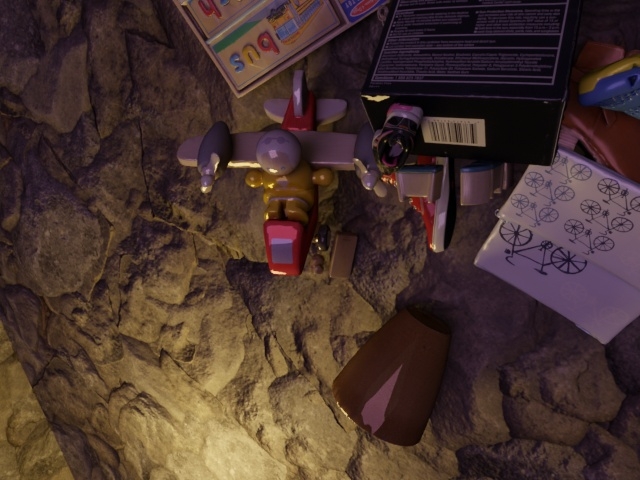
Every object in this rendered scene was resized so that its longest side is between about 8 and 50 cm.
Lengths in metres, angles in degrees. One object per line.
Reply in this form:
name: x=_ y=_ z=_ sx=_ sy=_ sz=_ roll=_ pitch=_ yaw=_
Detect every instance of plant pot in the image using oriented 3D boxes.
plant pot: x=0.189 y=0.289 z=1.085 sx=0.237 sy=0.237 sz=0.254 roll=31 pitch=102 yaw=15

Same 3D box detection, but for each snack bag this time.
snack bag: x=0.475 y=0.021 z=0.872 sx=0.323 sy=0.037 sz=0.342 roll=33 pitch=140 yaw=15

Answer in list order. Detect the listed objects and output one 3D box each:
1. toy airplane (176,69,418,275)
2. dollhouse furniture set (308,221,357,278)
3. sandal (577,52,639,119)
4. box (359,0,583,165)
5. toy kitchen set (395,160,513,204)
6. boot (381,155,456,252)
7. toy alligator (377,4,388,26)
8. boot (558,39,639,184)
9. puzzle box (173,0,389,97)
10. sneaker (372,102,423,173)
toy airplane: x=-0.055 y=-0.174 z=0.962 sx=0.386 sy=0.272 sz=0.384 roll=-41 pitch=78 yaw=2
dollhouse furniture set: x=0.000 y=0.000 z=1.180 sx=0.151 sy=0.123 sz=0.144 roll=5 pitch=113 yaw=-11
sandal: x=0.541 y=-0.209 z=0.701 sx=0.317 sy=0.126 sz=0.138 roll=-1 pitch=98 yaw=-4
box: x=0.260 y=-0.302 z=0.785 sx=0.296 sy=0.183 sz=0.294 roll=11 pitch=72 yaw=24
toy kitchen set: x=0.261 y=-0.150 z=0.901 sx=0.166 sy=0.207 sz=0.122 roll=6 pitch=109 yaw=34
boot: x=0.198 y=-0.097 z=1.017 sx=0.176 sy=0.088 sz=0.244 roll=1 pitch=99 yaw=28
toy alligator: x=0.146 y=-0.371 z=0.945 sx=0.056 sy=0.051 sz=0.190 roll=-17 pitch=117 yaw=-1
boot: x=0.536 y=-0.202 z=0.810 sx=0.283 sy=0.109 sz=0.220 roll=26 pitch=107 yaw=18
puzzle box: x=-0.092 y=-0.514 z=0.982 sx=0.409 sy=0.052 sz=0.272 roll=-23 pitch=114 yaw=27
sneaker: x=0.115 y=-0.149 z=0.773 sx=0.072 sy=0.178 sz=0.077 roll=16 pitch=73 yaw=7
